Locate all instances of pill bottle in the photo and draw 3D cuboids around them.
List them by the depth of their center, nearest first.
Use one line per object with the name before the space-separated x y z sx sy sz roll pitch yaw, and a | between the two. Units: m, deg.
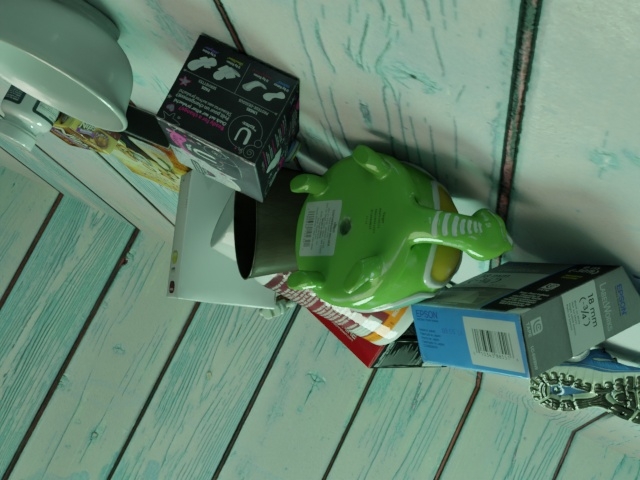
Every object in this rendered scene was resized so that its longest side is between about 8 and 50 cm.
pill bottle | 0.004 0.021 1.847 0.392 0.224 0.224 28 170 -14
pill bottle | -0.568 -0.274 1.903 0.108 0.180 0.108 26 170 5

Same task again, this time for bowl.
bowl | -0.404 -0.299 1.490 0.297 0.134 0.298 26 170 5

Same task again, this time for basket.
basket | -0.021 -0.033 1.640 0.226 0.205 0.154 2 171 -19

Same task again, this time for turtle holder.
turtle holder | 0.117 -0.020 1.447 0.227 0.243 0.320 16 139 -38

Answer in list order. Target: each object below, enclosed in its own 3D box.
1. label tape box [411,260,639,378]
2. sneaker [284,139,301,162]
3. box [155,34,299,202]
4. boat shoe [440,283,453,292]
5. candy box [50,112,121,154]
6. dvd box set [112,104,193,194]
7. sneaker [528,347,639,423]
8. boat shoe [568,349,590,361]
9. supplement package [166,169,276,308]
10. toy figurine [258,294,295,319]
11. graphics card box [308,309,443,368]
label tape box | 0.345 0.098 1.486 0.333 0.106 0.240 -19 -169 -32
sneaker | -0.091 -0.162 1.641 0.059 0.053 0.144 31 161 -29
box | -0.132 -0.171 1.429 0.163 0.142 0.247 25 170 3
boat shoe | 0.203 0.107 2.189 0.254 0.079 0.095 19 162 31
candy box | -0.508 -0.235 1.987 0.186 0.053 0.109 14 162 48
dvd box set | -0.369 -0.196 2.144 0.307 0.062 0.420 23 169 19
sneaker | 0.607 0.281 1.989 0.329 0.147 0.130 8 122 17
boat shoe | 0.458 0.194 2.020 0.228 0.080 0.076 18 150 53
supplement package | -0.194 0.001 1.978 0.204 0.262 0.145 7 175 -18
toy figurine | -0.144 0.094 2.601 0.209 0.213 0.148 26 -167 8
graphics card box | 0.157 0.198 2.270 0.233 0.094 0.371 41 -161 31
